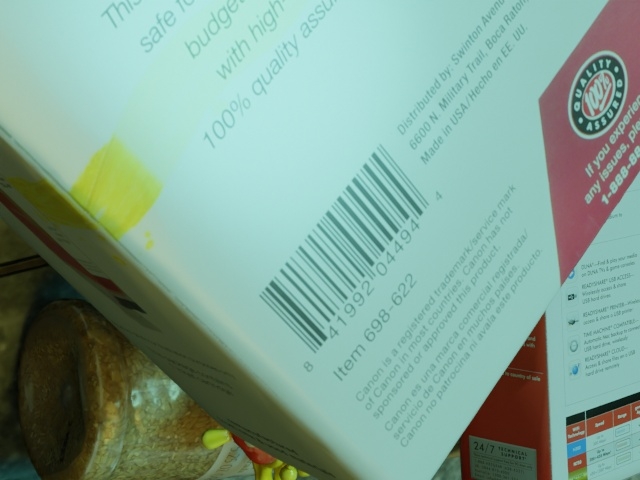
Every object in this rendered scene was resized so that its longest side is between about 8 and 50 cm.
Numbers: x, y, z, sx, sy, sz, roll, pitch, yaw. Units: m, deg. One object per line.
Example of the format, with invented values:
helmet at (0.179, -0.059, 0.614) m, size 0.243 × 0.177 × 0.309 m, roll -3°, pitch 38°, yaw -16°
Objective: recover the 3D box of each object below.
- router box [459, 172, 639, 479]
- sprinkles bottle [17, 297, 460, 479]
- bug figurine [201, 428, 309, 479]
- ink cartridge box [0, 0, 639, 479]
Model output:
router box at (0.238, 0.001, 0.943) m, size 0.335 × 0.082 × 0.301 m, roll -9°, pitch 100°, yaw -40°
sprinkles bottle at (-0.019, 0.097, 0.878) m, size 0.355 × 0.121 × 0.121 m, roll 1°, pitch 115°, yaw -37°
bug figurine at (0.000, 0.000, 0.782) m, size 0.216 × 0.072 × 0.279 m, roll -16°, pitch 93°, yaw -38°
ink cartridge box at (-0.035, -0.111, 0.577) m, size 0.279 × 0.160 × 0.385 m, roll -52°, pitch 123°, yaw -17°
